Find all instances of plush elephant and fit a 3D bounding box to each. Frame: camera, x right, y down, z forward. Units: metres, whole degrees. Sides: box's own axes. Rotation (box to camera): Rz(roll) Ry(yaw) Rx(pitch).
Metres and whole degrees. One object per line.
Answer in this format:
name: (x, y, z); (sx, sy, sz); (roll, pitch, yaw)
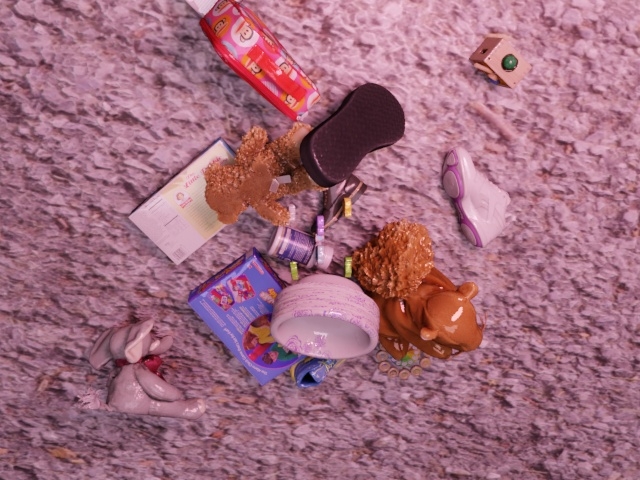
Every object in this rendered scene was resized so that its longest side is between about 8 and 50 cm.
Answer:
plush elephant: (-0.505, 0.347, 1.647); (0.330, 0.272, 0.255); (24, 67, -46)

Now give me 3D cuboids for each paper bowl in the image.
paper bowl: (0.015, 0.196, 1.570); (0.284, 0.148, 0.284); (5, 145, 3)

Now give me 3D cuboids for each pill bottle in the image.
pill bottle: (-0.055, 0.023, 1.640); (0.169, 0.094, 0.094); (21, 106, -13)

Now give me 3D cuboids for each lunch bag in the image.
lunch bag: (-0.126, -0.408, 1.357); (0.120, 0.258, 0.293); (-44, 133, 10)

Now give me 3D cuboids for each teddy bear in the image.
teddy bear: (-0.126, -0.161, 1.458); (0.245, 0.113, 0.338); (44, 118, -12)

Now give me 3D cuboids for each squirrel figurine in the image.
squirrel figurine: (0.250, 0.145, 1.557); (0.281, 0.370, 0.397); (-39, 100, -5)

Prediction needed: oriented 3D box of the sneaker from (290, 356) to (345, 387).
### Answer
sneaker: (0.021, 0.365, 1.754); (0.240, 0.126, 0.091); (-34, 110, 7)

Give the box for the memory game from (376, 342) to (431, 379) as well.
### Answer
memory game: (0.264, 0.352, 1.837); (0.186, 0.012, 0.186); (-2, 110, -5)

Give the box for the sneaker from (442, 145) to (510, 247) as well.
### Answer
sneaker: (0.436, -0.135, 1.645); (0.152, 0.114, 0.305); (-30, 115, -10)

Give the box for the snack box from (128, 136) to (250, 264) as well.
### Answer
snack box: (-0.326, -0.103, 1.582); (0.322, 0.060, 0.187); (-38, 111, 7)

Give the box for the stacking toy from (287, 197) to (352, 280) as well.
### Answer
stacking toy: (0.000, 0.000, 1.568); (0.167, 0.052, 0.221); (-4, 103, -8)

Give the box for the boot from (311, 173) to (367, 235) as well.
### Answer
boot: (0.012, -0.121, 1.615); (0.137, 0.077, 0.198); (42, 88, -13)

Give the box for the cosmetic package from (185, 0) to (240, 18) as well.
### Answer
cosmetic package: (-0.296, -0.622, 1.388); (0.117, 0.085, 0.231); (-44, 106, 10)

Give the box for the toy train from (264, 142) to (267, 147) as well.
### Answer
toy train: (-0.130, -0.199, 1.589); (0.036, 0.027, 0.158); (-27, 110, -8)

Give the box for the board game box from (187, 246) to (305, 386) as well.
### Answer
board game box: (-0.179, 0.223, 1.707); (0.233, 0.078, 0.347); (-34, 110, 6)

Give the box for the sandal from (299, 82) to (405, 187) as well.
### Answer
sandal: (0.069, -0.261, 1.429); (0.107, 0.446, 0.167); (-18, 105, 41)

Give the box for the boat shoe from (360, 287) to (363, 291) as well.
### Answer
boat shoe: (0.067, 0.149, 1.729); (0.125, 0.038, 0.046); (9, 150, -4)

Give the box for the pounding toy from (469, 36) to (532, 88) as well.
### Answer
pounding toy: (0.444, -0.445, 1.502); (0.130, 0.141, 0.100); (37, 102, -17)
